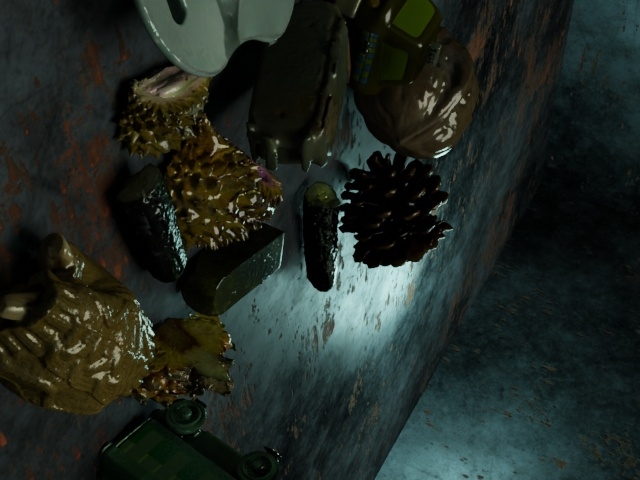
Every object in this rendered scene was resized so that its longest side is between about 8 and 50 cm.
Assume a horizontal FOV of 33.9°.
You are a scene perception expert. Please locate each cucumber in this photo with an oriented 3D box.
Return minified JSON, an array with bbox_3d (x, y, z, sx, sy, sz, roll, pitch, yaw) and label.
[{"bbox_3d":[0.000,0.000,2.120,0.072,0.081,0.303,-14,145,-11],"label":"cucumber"},{"bbox_3d":[-0.235,-0.011,1.484,0.074,0.074,0.241,-57,158,-29],"label":"cucumber"}]

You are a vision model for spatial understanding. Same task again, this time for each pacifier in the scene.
[{"bbox_3d":[-0.085,-0.358,1.258,0.343,0.269,0.288,-49,128,-51],"label":"pacifier"}]

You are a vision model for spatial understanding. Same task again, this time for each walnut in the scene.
[{"bbox_3d":[0.188,-0.295,2.075,0.273,0.227,0.273,17,90,-71],"label":"walnut"}]

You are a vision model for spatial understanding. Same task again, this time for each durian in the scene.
[{"bbox_3d":[-0.141,-0.058,1.627,0.191,0.112,0.341,-68,162,-6],"label":"durian"},{"bbox_3d":[-0.184,-0.189,1.425,0.224,0.078,0.140,-50,154,-39],"label":"durian"}]

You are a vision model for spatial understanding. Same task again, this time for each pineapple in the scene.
[{"bbox_3d":[-0.208,0.223,1.681,0.250,0.164,0.139,-38,152,-61],"label":"pineapple"}]

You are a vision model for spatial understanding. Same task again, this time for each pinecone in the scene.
[{"bbox_3d":[0.158,-0.073,2.217,0.264,0.264,0.264,-53,155,-37],"label":"pinecone"}]

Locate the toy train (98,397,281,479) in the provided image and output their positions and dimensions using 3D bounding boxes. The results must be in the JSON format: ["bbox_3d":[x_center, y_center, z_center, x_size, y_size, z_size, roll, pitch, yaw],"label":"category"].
[{"bbox_3d":[-0.196,0.386,1.682,0.202,0.301,0.120,-40,148,-38],"label":"toy train"}]

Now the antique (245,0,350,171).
[{"bbox_3d":[-0.033,-0.224,1.598,0.150,0.125,0.284,84,13,-50],"label":"antique"}]

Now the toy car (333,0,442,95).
[{"bbox_3d":[0.116,-0.358,1.845,0.204,0.198,0.248,-57,169,-31],"label":"toy car"}]

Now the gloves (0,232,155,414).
[{"bbox_3d":[-0.304,0.115,1.311,0.203,0.155,0.356,-69,158,-9],"label":"gloves"}]

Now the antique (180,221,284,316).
[{"bbox_3d":[-0.151,0.045,1.759,0.221,0.080,0.081,-39,144,-53],"label":"antique"}]
